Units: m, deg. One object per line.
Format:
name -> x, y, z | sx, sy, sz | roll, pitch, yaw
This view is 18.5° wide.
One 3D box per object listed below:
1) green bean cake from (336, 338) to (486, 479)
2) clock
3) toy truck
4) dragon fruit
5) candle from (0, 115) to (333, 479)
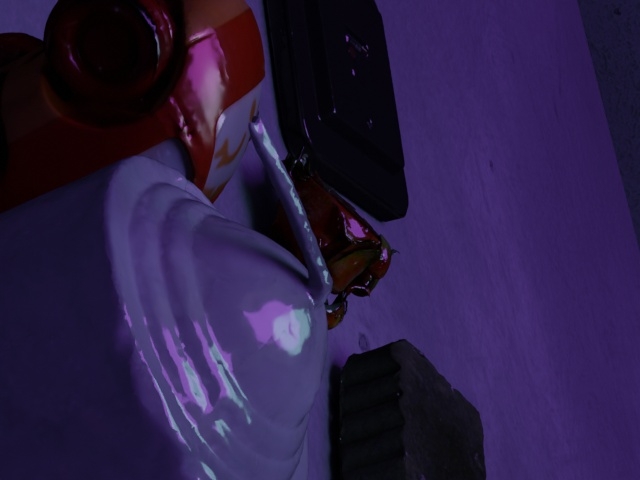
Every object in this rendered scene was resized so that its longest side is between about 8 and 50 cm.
green bean cake -> 0.085, 0.209, 1.852 | 0.185, 0.094, 0.183 | 52, 30, -45
clock -> 0.022, -0.179, 2.040 | 0.279, 0.049, 0.273 | 31, 48, -61
toy truck -> -0.133, -0.037, 1.244 | 0.239, 0.265, 0.189 | 60, 16, -9
dragon fruit -> 0.000, 0.000, 1.771 | 0.138, 0.142, 0.175 | 32, 72, -26
candle -> -0.132, 0.085, 1.038 | 0.221, 0.343, 0.221 | 54, 23, -37
